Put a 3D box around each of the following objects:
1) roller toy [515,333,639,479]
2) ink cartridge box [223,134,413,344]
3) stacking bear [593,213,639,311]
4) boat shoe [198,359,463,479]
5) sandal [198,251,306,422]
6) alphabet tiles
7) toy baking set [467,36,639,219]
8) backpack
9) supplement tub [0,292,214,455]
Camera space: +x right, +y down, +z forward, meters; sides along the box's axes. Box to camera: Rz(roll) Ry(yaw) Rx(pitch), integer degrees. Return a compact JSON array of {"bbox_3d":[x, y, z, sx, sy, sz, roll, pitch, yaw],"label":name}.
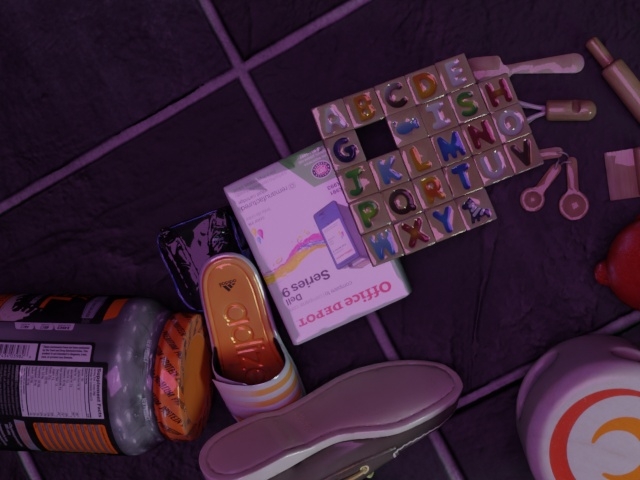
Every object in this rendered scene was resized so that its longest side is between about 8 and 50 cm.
[{"bbox_3d":[0.324,0.208,1.094,0.209,0.146,0.191,-16,99,7],"label":"roller toy"},{"bbox_3d":[0.000,0.000,1.172,0.154,0.093,0.212,-24,89,8],"label":"ink cartridge box"},{"bbox_3d":[0.440,0.072,1.044,0.289,0.164,0.175,35,88,37],"label":"stacking bear"},{"bbox_3d":[0.020,0.238,1.144,0.324,0.116,0.096,-20,123,-16],"label":"boat shoe"},{"bbox_3d":[-0.089,0.144,1.157,0.102,0.076,0.265,-16,113,5],"label":"sandal"},{"bbox_3d":[0.133,-0.102,1.130,0.237,0.009,0.198,-21,87,-7],"label":"alphabet tiles"},{"bbox_3d":[0.292,-0.142,1.152,0.197,0.030,0.256,-33,86,9],"label":"toy baking set"},{"bbox_3d":[-0.134,0.024,1.198,0.105,0.084,0.114,-20,92,8],"label":"backpack"},{"bbox_3d":[-0.300,0.161,1.173,0.316,0.193,0.193,1,91,9],"label":"supplement tub"}]
